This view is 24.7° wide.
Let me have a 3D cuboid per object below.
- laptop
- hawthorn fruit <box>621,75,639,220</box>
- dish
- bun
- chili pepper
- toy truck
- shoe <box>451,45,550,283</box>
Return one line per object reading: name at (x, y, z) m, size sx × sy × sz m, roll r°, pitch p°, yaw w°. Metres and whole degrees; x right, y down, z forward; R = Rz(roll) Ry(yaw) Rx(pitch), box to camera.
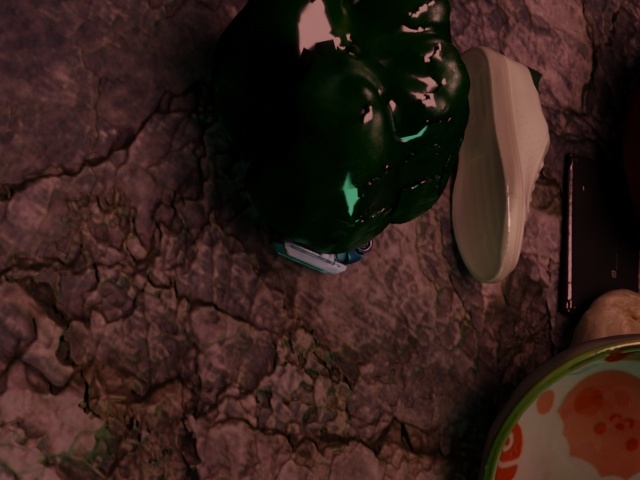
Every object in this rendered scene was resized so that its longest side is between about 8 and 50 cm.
laptop at (0.338, 0.002, 1.743) m, size 0.135 × 0.016 × 0.197 m, roll 12°, pitch 76°, yaw -36°
hawthorn fruit at (0.503, -0.115, 1.710) m, size 0.308 × 0.308 × 0.325 m, roll 8°, pitch 83°, yaw -35°
dish at (0.313, 0.236, 1.587) m, size 0.324 × 0.124 × 0.324 m, roll -4°, pitch 108°, yaw -11°
bun at (0.370, 0.143, 1.681) m, size 0.183 × 0.102 × 0.183 m, roll 1°, pitch 89°, yaw -39°
chili pepper at (0.025, -0.137, 1.369) m, size 0.233 × 0.257 × 0.248 m, roll -26°, pitch 76°, yaw -19°
toy truck at (0.000, 0.000, 1.475) m, size 0.090 × 0.056 × 0.073 m, roll -28°, pitch 104°, yaw -23°
shoe at (0.211, -0.083, 1.615) m, size 0.110 × 0.095 × 0.265 m, roll 5°, pitch 78°, yaw -36°
